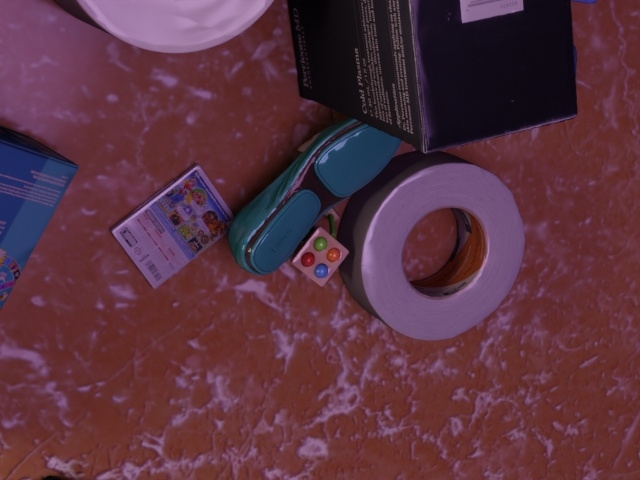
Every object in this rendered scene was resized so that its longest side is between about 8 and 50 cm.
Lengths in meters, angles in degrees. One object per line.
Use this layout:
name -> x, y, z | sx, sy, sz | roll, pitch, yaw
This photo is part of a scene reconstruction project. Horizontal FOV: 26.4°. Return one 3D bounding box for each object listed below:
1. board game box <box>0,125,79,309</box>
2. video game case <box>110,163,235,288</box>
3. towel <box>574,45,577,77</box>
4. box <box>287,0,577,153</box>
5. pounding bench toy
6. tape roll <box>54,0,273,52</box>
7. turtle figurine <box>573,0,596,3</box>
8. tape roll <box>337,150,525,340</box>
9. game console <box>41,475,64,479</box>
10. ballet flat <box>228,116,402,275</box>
board game box -> -0.392, 0.039, 1.305 | 0.079, 0.254, 0.336 | 30, 92, 16
video game case -> -0.162, -0.016, 1.518 | 0.122, 0.011, 0.087 | -38, 116, -10
towel -> 0.252, -0.206, 1.640 | 0.119, 0.029, 0.067 | -3, 107, -23
box -> 0.094, -0.298, 1.381 | 0.179, 0.312, 0.343 | -15, 112, -20
pounding bench toy -> 0.000, 0.000, 1.566 | 0.052, 0.065, 0.083 | 39, 87, -28
tape roll -> -0.164, -0.316, 1.338 | 0.246, 0.169, 0.246 | -7, 108, -22
turtle figurine -> 0.391, -0.383, 1.497 | 0.266, 0.198, 0.275 | -46, 162, -25
tape roll -> 0.132, 0.006, 1.625 | 0.219, 0.072, 0.219 | -7, 108, -22
game console -> -0.303, 0.335, 1.527 | 0.071, 0.107, 0.122 | -32, 120, -45
ballet flat -> -0.015, -0.068, 1.527 | 0.247, 0.087, 0.083 | -46, 130, -9
